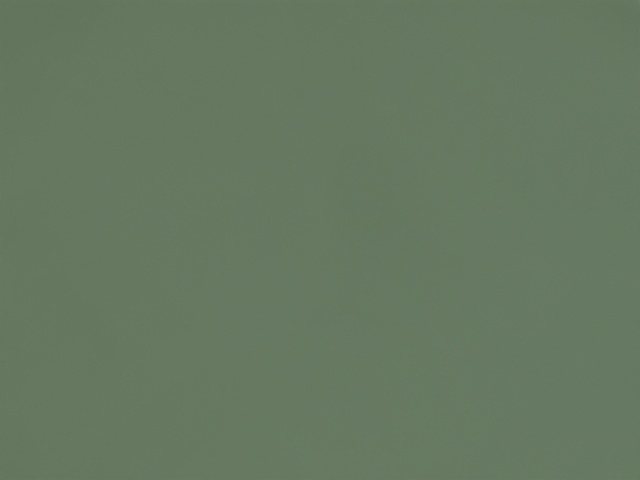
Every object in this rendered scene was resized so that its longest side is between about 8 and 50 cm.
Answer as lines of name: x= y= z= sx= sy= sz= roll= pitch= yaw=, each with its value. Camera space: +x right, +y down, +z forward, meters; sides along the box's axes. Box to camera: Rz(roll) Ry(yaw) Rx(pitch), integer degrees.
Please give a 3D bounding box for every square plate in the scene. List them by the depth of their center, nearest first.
square plate: x=0.000 y=0.000 z=0.404 sx=0.344 sy=0.049 sz=0.347 roll=-43 pitch=69 yaw=-15

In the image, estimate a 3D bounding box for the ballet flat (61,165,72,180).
ballet flat: x=-0.093 y=-0.012 z=0.485 sx=0.213 sy=0.068 sz=0.072 roll=6 pitch=74 yaw=14
